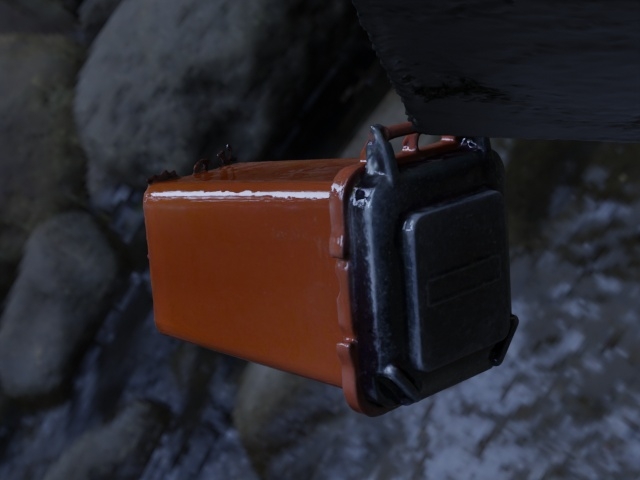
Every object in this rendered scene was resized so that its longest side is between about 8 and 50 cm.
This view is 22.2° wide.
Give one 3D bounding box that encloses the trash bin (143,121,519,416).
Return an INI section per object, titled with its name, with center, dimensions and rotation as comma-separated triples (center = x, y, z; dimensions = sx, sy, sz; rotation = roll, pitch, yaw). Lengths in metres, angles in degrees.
[trash bin]
center = 0.000, 0.000, 1.095
dimensions = 0.239, 0.161, 0.184
rotation = 8, 107, 40

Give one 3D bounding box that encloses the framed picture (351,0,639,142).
[framed picture]
center = 0.174, -0.045, 0.419
dimensions = 0.324, 0.244, 0.013
rotation = 2, 85, 8
